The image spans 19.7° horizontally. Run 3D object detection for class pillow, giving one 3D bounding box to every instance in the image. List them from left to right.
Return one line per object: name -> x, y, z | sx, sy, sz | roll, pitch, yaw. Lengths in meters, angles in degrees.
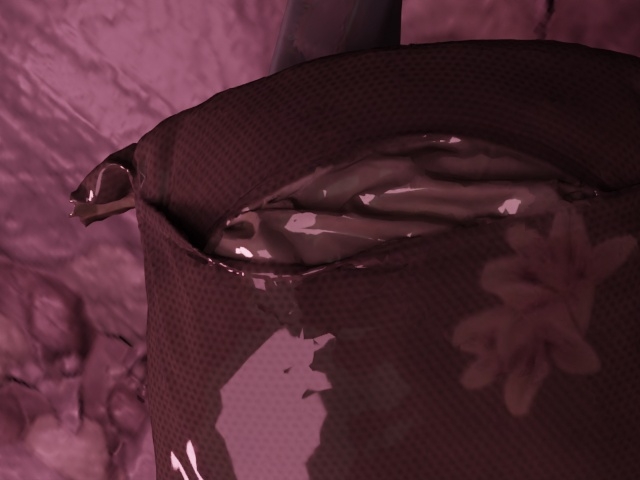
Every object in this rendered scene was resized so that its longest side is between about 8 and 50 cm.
pillow -> 0.032, 0.081, 0.423 | 0.169, 0.059, 0.255 | -7, 91, 4

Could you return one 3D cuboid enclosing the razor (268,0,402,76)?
razor -> -0.005, 0.000, 0.474 | 0.111, 0.056, 0.278 | 17, 88, 26
